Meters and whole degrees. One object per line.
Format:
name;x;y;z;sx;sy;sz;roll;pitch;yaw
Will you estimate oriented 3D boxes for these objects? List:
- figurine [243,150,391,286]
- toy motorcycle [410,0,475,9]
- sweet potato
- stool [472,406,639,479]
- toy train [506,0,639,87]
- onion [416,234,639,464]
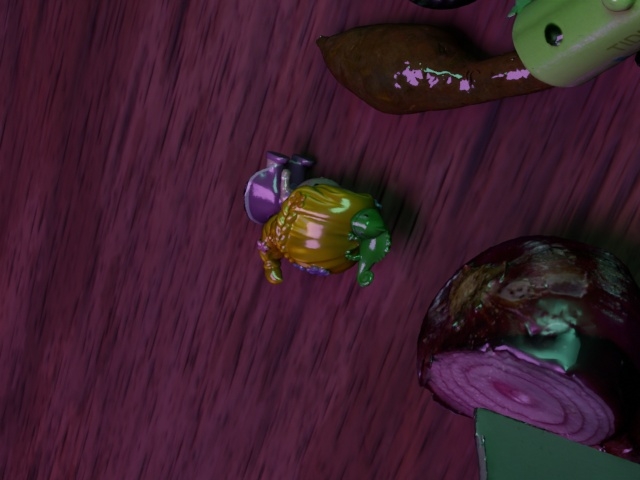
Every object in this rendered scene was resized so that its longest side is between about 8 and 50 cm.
figurine;0.000;0.000;1.638;0.156;0.095;0.115;26;114;41
toy motorcycle;0.058;-0.307;1.392;0.342;0.206;0.142;42;165;38
sweet potato;0.088;-0.133;1.508;0.269;0.075;0.074;8;113;40
stool;0.271;0.162;1.282;0.270;0.170;0.243;21;138;-18
toy train;0.235;-0.179;1.270;0.253;0.157;0.105;-31;85;48
onion;0.190;0.092;1.470;0.218;0.139;0.195;37;145;-24
